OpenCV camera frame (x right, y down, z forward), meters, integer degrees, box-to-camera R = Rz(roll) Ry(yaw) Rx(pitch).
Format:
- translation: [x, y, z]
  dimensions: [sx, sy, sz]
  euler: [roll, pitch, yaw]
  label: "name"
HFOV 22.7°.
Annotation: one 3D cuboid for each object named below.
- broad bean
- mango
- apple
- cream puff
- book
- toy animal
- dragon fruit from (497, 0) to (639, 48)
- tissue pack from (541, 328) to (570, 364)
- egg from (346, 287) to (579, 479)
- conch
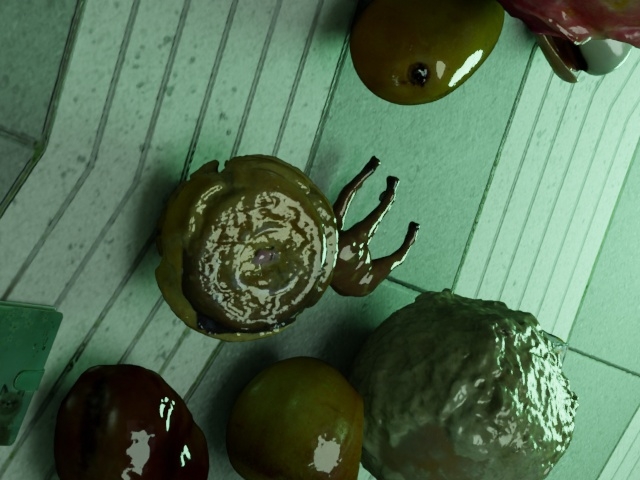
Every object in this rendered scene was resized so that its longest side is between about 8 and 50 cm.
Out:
- translation: [-0.180, 0.207, 1.534]
  dimensions: [0.228, 0.122, 0.156]
  euler: [71, 28, -55]
  label: "broad bean"
- translation: [0.112, -0.215, 1.643]
  dimensions: [0.253, 0.138, 0.113]
  euler: [-48, 132, -53]
  label: "mango"
- translation: [-0.017, 0.206, 1.722]
  dimensions: [0.147, 0.163, 0.146]
  euler: [-65, -166, -19]
  label: "apple"
- translation: [-0.073, 0.007, 1.526]
  dimensions: [0.189, 0.129, 0.189]
  euler: [-5, 108, -16]
  label: "cream puff"
- translation: [-0.285, 0.119, 1.419]
  dimensions: [0.103, 0.017, 0.135]
  euler: [13, 101, -56]
  label: "book"
- translation: [0.000, 0.000, 1.697]
  dimensions: [0.229, 0.066, 0.224]
  euler: [-47, 139, -18]
  label: "toy animal"
- translation: [0.261, -0.331, 1.584]
  dimensions: [0.249, 0.386, 0.371]
  euler: [-50, 170, 32]
  label: "dragon fruit"
- translation: [0.261, 0.184, 2.145]
  dimensions: [0.060, 0.109, 0.148]
  euler: [-4, 116, -50]
  label: "tissue pack"
- translation: [0.162, 0.194, 1.883]
  dimensions: [0.310, 0.279, 0.279]
  euler: [3, 109, -51]
  label: "egg"
- translation: [0.313, -0.255, 1.935]
  dimensions: [0.104, 0.094, 0.176]
  euler: [-30, 150, 22]
  label: "conch"
